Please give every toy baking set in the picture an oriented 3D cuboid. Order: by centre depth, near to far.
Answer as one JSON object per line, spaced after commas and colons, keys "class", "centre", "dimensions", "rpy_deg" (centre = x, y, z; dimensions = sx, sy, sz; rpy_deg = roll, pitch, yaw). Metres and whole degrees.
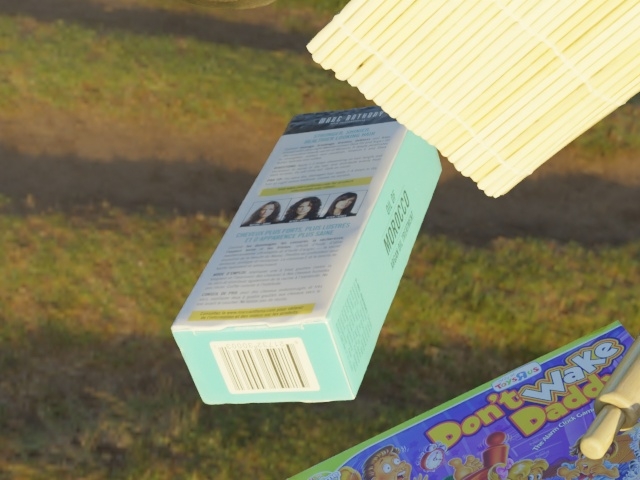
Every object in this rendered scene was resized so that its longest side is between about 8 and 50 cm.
{"class": "toy baking set", "centre": [0.287, 0.106, 0.832], "dimensions": [0.196, 0.030, 0.256], "rpy_deg": [17, 39, 22]}

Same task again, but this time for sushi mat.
{"class": "sushi mat", "centre": [0.147, -0.143, 0.611], "dimensions": [0.151, 0.316, 0.019], "rpy_deg": [34, 39, -23]}

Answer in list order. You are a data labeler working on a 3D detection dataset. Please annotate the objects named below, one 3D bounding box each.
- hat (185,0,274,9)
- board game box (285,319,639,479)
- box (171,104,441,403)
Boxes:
{"class": "hat", "centre": [-0.103, -0.326, 0.887], "dimensions": [0.331, 0.331, 0.134], "rpy_deg": [10, 42, 0]}
{"class": "board game box", "centre": [0.159, 0.227, 1.116], "dimensions": [0.347, 0.078, 0.233], "rpy_deg": [-26, 28, -1]}
{"class": "box", "centre": [0.000, 0.000, 0.817], "dimensions": [0.100, 0.060, 0.244], "rpy_deg": [-5, 33, 23]}
